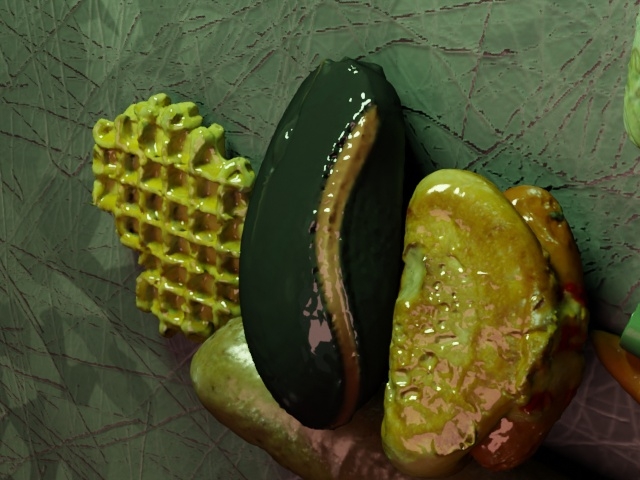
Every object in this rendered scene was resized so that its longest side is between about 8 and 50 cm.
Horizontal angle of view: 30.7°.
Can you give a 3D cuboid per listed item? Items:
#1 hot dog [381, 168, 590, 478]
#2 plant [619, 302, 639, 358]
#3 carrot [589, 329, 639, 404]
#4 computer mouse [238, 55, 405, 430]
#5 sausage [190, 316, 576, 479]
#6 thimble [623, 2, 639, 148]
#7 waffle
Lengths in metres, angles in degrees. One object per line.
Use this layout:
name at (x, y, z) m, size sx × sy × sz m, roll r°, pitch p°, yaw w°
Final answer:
hot dog at (0.141, 0.073, 0.948) m, size 0.153 × 0.150 × 0.256 m, roll 7°, pitch 87°, yaw 16°
plant at (0.293, 0.088, 0.926) m, size 0.102 × 0.051 × 0.051 m, roll 24°, pitch 122°, yaw 21°
carrot at (0.320, 0.170, 0.937) m, size 0.062 × 0.066 × 0.271 m, roll -37°, pitch 80°, yaw 1°
computer mouse at (-0.005, 0.000, 1.002) m, size 0.183 × 0.116 × 0.323 m, roll 177°, pitch 97°, yaw -65°
sausage at (0.085, 0.207, 1.081) m, size 0.501 × 0.123 × 0.136 m, roll 25°, pitch 150°, yaw 28°
thimble at (0.304, -0.120, 0.775) m, size 0.191 × 0.137 × 0.143 m, roll 10°, pitch 113°, yaw 18°
waffle at (-0.154, -0.023, 1.218) m, size 0.253 × 0.056 × 0.249 m, roll 48°, pitch 129°, yaw 9°
